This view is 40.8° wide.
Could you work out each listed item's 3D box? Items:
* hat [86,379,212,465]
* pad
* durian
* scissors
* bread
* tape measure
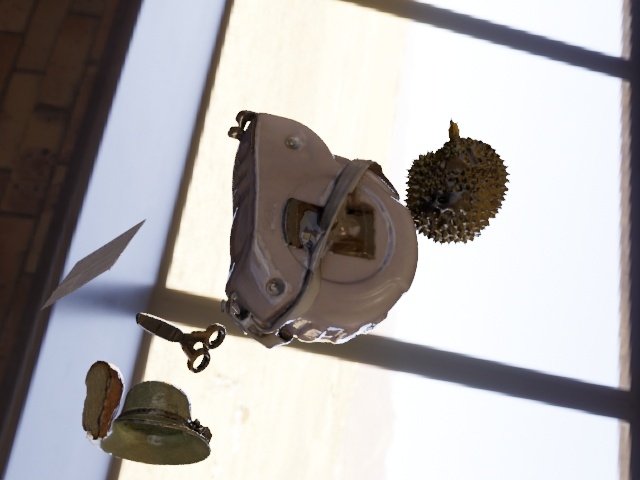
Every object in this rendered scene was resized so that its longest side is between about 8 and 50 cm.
[{"bbox_3d":[-0.335,0.356,1.753,0.257,0.257,0.130,94,2,-58],"label":"hat"},{"bbox_3d":[-0.427,0.046,1.613,0.004,0.232,0.156,48,37,-20],"label":"pad"},{"bbox_3d":[0.241,-0.090,1.565,0.138,0.193,0.237,-57,142,-53],"label":"durian"},{"bbox_3d":[-0.215,0.144,1.300,0.088,0.017,0.220,-57,150,-4],"label":"scissors"},{"bbox_3d":[-0.358,0.262,1.419,0.129,0.044,0.126,-3,-105,57],"label":"bread"},{"bbox_3d":[0.000,0.000,0.858,0.120,0.197,0.236,131,-36,-58],"label":"tape measure"}]
